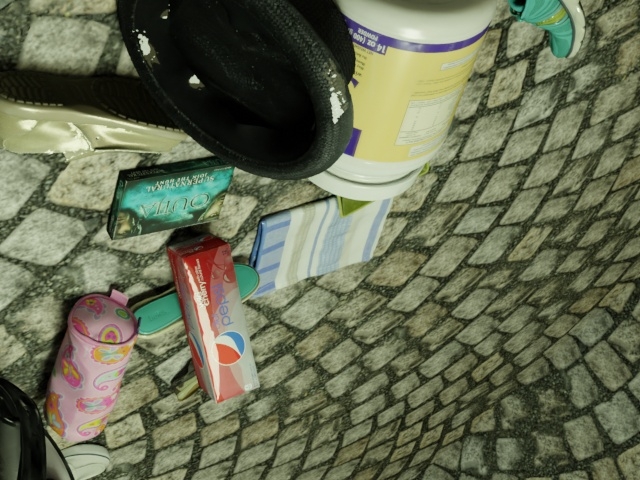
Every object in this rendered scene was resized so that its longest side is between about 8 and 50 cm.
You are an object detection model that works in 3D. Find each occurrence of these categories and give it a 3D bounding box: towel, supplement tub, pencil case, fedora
[{"bbox_3d":[0.000,0.000,1.823,0.285,0.034,0.209,-17,144,-29],"label":"towel"},{"bbox_3d":[0.083,-0.240,1.361,0.241,0.241,0.331,-17,145,-28],"label":"supplement tub"},{"bbox_3d":[-0.382,0.211,1.655,0.124,0.124,0.284,-11,141,-36],"label":"pencil case"},{"bbox_3d":[-0.078,-0.236,1.200,0.152,0.334,0.334,-49,162,-36],"label":"fedora"}]

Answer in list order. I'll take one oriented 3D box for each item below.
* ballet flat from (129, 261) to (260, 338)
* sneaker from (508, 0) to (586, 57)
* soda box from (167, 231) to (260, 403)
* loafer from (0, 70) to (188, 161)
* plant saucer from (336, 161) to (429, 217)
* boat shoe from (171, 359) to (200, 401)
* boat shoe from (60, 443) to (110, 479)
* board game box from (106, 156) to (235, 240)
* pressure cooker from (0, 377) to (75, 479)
[{"bbox_3d":[-0.224,0.104,1.716,0.248,0.086,0.086,-19,146,-23],"label":"ballet flat"},{"bbox_3d":[0.357,-0.388,1.598,0.109,0.107,0.275,-20,147,13],"label":"sneaker"},{"bbox_3d":[-0.176,0.127,1.636,0.083,0.092,0.263,-19,110,-22],"label":"soda box"},{"bbox_3d":[-0.296,-0.150,1.259,0.268,0.102,0.092,6,133,-36],"label":"loafer"},{"bbox_3d":[0.096,-0.144,1.703,0.188,0.045,0.188,-29,149,-11],"label":"plant saucer"},{"bbox_3d":[-0.235,0.251,1.922,0.152,0.049,0.056,-44,172,16],"label":"boat shoe"},{"bbox_3d":[-0.515,0.459,1.898,0.267,0.088,0.096,2,133,-46],"label":"boat shoe"},{"bbox_3d":[-0.226,-0.065,1.510,0.186,0.026,0.126,-13,143,-34],"label":"board game box"},{"bbox_3d":[-0.566,0.418,1.483,0.420,0.370,0.375,-34,175,18],"label":"pressure cooker"}]
